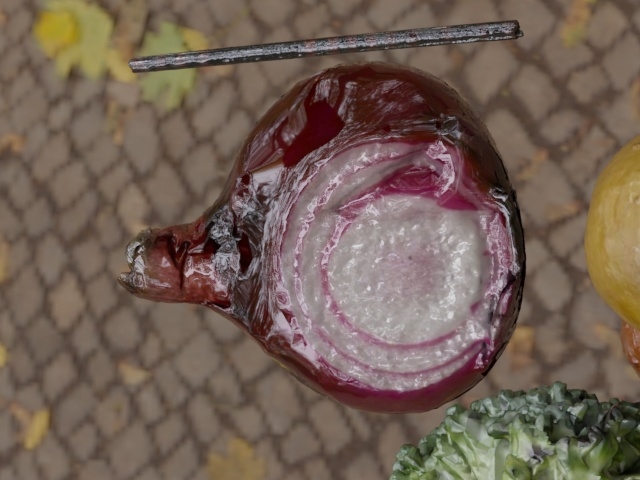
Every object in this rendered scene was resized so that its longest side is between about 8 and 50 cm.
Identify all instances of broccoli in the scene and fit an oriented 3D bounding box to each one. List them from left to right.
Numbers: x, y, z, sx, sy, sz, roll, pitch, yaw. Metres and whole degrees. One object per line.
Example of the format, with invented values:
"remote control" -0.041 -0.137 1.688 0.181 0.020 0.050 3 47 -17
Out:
"broccoli" 0.227 0.255 1.648 0.334 0.324 0.272 -31 69 56

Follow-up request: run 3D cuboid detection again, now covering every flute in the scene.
"flute" -0.001 -0.124 1.265 0.270 0.014 0.014 -4 80 19

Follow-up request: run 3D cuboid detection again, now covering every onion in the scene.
"onion" 0.001 -0.001 0.976 0.198 0.135 0.173 -3 93 2

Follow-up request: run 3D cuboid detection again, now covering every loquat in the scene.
"loquat" 0.305 -0.006 1.418 0.238 0.238 0.193 15 85 41

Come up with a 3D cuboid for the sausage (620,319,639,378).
"sausage" 0.353 0.085 1.711 0.153 0.268 0.141 21 84 33
